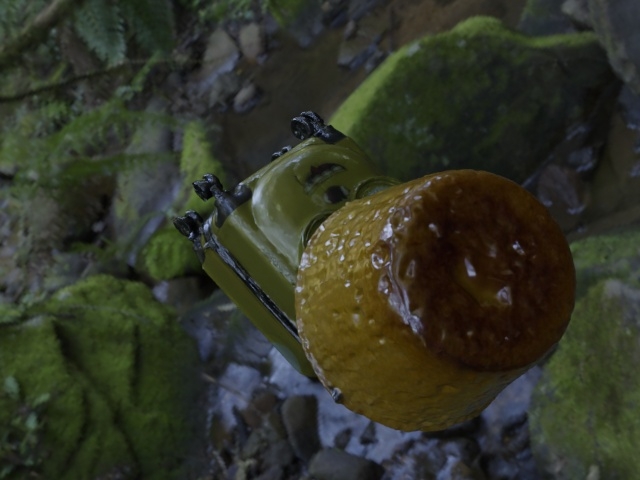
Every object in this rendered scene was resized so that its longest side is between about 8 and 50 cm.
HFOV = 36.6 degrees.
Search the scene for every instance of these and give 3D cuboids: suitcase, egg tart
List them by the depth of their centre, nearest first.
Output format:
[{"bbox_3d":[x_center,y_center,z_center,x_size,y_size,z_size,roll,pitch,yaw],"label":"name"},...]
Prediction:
[{"bbox_3d":[0.089,0.040,0.725,0.203,0.202,0.147,-65,7,-19],"label":"egg tart"},{"bbox_3d":[0.000,0.000,0.981,0.194,0.235,0.143,-37,-10,-37],"label":"suitcase"}]
